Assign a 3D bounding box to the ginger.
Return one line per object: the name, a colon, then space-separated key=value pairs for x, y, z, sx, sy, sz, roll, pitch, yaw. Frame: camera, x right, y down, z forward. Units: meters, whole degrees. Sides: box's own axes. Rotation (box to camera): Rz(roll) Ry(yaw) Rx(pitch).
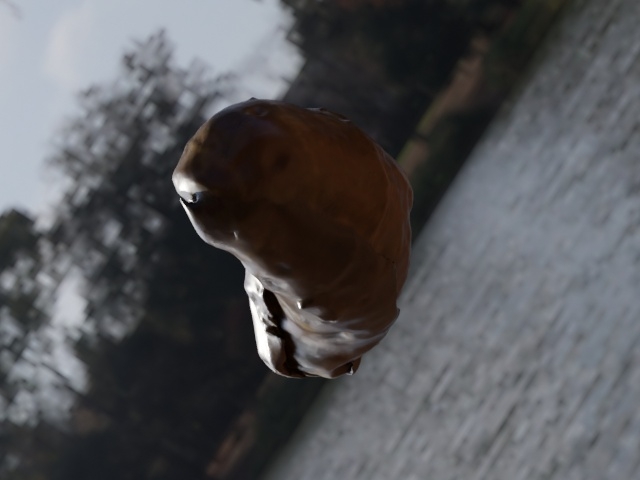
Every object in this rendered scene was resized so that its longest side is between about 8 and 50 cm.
ginger: x=0.000 y=0.000 z=1.543 sx=0.172 sy=0.165 sz=0.321 roll=-27 pitch=-37 yaw=-2
